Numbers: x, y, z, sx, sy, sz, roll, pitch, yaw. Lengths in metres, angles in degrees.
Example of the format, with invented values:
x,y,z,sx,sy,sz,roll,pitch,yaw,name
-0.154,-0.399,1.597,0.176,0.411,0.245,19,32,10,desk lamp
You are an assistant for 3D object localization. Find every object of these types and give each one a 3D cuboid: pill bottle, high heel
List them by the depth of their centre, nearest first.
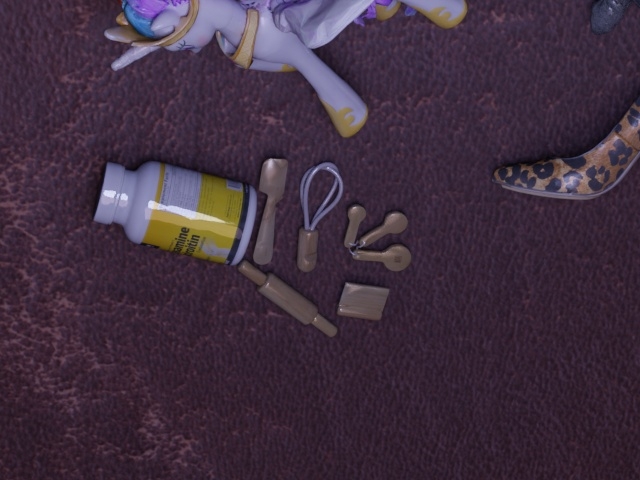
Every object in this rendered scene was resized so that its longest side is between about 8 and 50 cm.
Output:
x,y,z,sx,sy,sz,roll,pitch,yaw,name
-0.175,-0.037,2.023,0.184,0.103,0.103,13,115,-11,pill bottle
0.339,-0.143,2.049,0.261,0.093,0.186,0,95,8,high heel

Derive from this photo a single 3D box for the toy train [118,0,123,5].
x,y,z,sx,sy,sz,roll,pitch,yaw,name
-0.153,-0.311,1.919,0.166,0.046,0.125,-6,116,-6,toy train

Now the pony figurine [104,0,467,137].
x,y,z,sx,sy,sz,roll,pitch,yaw,name
-0.015,-0.275,1.804,0.363,0.303,0.351,12,132,-47,pony figurine

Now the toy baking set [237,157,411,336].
x,y,z,sx,sy,sz,roll,pitch,yaw,name
-0.003,0.006,2.107,0.256,0.030,0.197,33,106,-22,toy baking set

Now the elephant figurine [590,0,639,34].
x,y,z,sx,sy,sz,roll,pitch,yaw,name
0.413,-0.318,1.891,0.169,0.186,0.239,16,106,3,elephant figurine
